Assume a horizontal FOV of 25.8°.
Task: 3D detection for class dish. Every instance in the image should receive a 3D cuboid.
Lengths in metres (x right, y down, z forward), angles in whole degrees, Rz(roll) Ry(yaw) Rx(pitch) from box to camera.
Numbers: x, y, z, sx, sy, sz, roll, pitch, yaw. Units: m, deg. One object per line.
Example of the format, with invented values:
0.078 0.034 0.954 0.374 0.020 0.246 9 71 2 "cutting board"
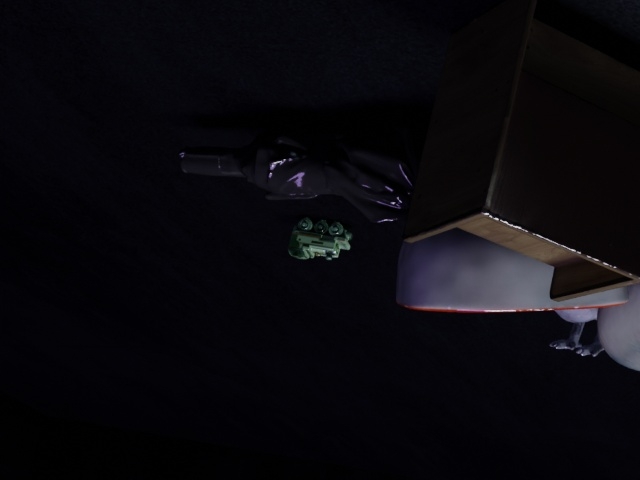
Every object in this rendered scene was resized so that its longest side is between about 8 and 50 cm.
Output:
0.198 0.009 1.471 0.256 0.117 0.256 -1 -177 0 "dish"

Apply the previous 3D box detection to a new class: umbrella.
-0.014 -0.083 1.564 0.340 0.118 0.118 3 158 29 "umbrella"

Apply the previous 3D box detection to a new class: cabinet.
0.198 -0.080 1.253 0.175 0.215 0.148 21 161 -21 "cabinet"

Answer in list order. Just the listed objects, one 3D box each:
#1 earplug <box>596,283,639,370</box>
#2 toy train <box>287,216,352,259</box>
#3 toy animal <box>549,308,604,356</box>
0.388 0.058 1.510 0.185 0.185 0.324 17 157 -7 "earplug"
0.000 0.000 1.863 0.083 0.053 0.033 9 160 19 "toy train"
0.330 0.056 1.750 0.239 0.176 0.255 2 -168 41 "toy animal"
